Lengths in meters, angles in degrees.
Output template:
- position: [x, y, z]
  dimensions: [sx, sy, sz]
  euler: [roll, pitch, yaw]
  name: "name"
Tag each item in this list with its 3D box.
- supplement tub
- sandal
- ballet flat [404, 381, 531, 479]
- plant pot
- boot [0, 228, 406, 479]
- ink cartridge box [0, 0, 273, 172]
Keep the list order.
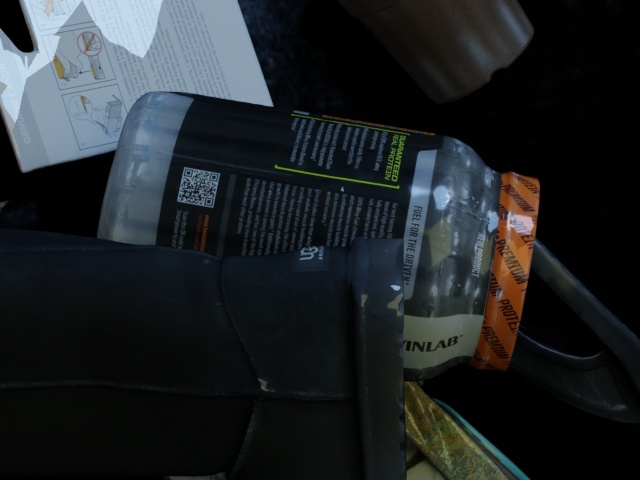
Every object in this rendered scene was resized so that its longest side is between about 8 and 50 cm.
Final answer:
- position: [0.000, 0.000, 1.330]
  dimensions: [0.338, 0.207, 0.207]
  euler: [10, 70, 4]
  name: "supplement tub"
- position: [0.252, 0.124, 1.577]
  dimensions: [0.107, 0.167, 0.446]
  euler: [-42, 102, -3]
  name: "sandal"
- position: [0.071, 0.171, 1.491]
  dimensions: [0.348, 0.123, 0.123]
  euler: [47, 60, -11]
  name: "ballet flat"
- position: [0.114, -0.235, 1.590]
  dimensions: [0.165, 0.167, 0.167]
  euler: [52, 59, -17]
  name: "plant pot"
- position: [-0.157, 0.167, 1.235]
  dimensions: [0.445, 0.146, 0.367]
  euler: [-1, 107, 3]
  name: "boot"
- position: [-0.205, -0.216, 1.453]
  dimensions: [0.261, 0.066, 0.296]
  euler: [-16, 85, -31]
  name: "ink cartridge box"
